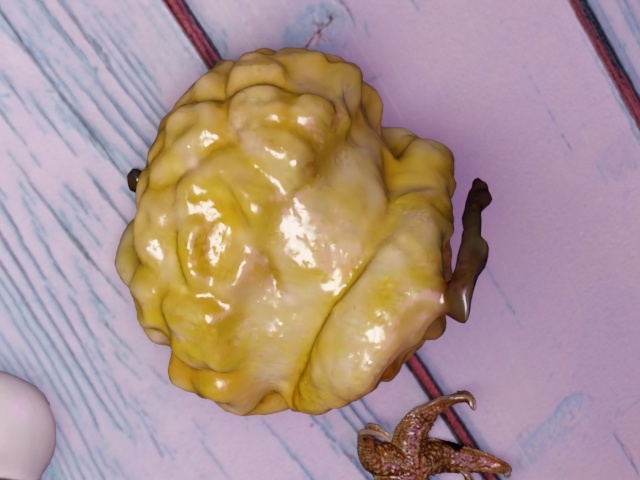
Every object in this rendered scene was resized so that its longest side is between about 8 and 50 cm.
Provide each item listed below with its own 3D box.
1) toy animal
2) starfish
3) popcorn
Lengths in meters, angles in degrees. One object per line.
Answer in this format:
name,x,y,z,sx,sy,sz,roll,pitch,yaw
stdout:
toy animal,-0.302,0.203,1.691,0.166,0.138,0.179,11,83,-55
starfish,0.116,0.229,2.004,0.189,0.074,0.146,-5,101,-34
popcorn,0.000,0.000,1.731,0.349,0.381,0.349,-16,112,-46
